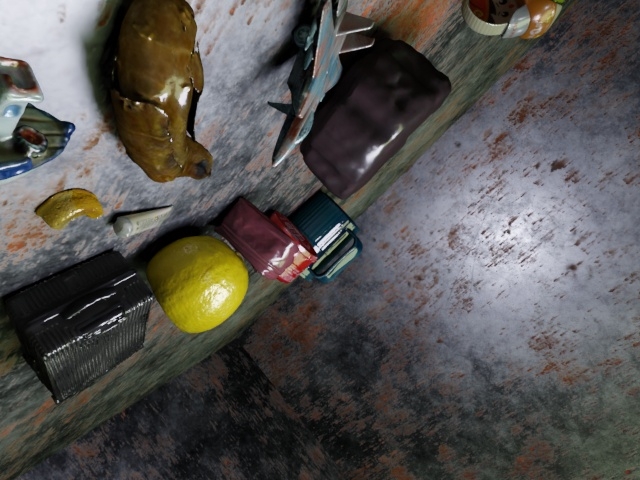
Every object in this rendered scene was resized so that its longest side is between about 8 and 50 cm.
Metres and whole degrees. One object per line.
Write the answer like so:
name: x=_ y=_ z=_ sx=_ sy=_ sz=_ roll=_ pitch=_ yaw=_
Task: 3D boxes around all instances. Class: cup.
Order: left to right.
cup: x=-0.013 y=-0.013 z=1.570 sx=0.292 sy=0.242 sz=0.308 roll=-44 pitch=-161 yaw=2

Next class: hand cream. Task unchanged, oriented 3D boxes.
hand cream: x=-0.352 y=-0.040 z=0.800 sx=0.061 sy=0.039 sz=0.143 roll=-52 pitch=177 yaw=19
hand cream: x=-0.131 y=0.025 z=1.376 sx=0.149 sy=0.230 sz=0.230 roll=-45 pitch=170 yaw=7

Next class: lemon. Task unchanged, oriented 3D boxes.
lemon: x=-0.292 y=0.097 z=1.003 sx=0.219 sy=0.240 sz=0.240 roll=-30 pitch=169 yaw=-9

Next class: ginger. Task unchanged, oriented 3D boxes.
ginger: x=-0.214 y=-0.169 z=0.546 sx=0.133 sy=0.107 sz=0.309 roll=-63 pitch=-178 yaw=-32

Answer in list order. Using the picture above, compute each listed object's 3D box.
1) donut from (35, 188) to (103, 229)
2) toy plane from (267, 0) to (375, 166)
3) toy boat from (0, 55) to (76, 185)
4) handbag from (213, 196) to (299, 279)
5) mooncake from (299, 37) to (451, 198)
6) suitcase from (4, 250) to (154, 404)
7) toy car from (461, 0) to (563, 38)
donut: x=-0.381 y=-0.046 z=0.624 sx=0.067 sy=0.038 sz=0.083 roll=-44 pitch=169 yaw=-1
toy plane: x=-0.020 y=-0.283 z=0.712 sx=0.326 sy=0.104 sz=0.223 roll=-57 pitch=170 yaw=-1
toy boat: x=-0.326 y=-0.103 z=0.321 sx=0.115 sy=0.114 sz=0.262 roll=-33 pitch=174 yaw=37
handbag: x=-0.173 y=-0.001 z=1.098 sx=0.135 sy=0.225 sz=0.146 roll=-49 pitch=169 yaw=-2
mooncake: x=0.116 y=-0.285 z=0.959 sx=0.381 sy=0.212 sz=0.350 roll=-47 pitch=-176 yaw=14
suitcase: x=-0.510 y=0.189 z=0.866 sx=0.230 sy=0.152 sz=0.335 roll=-35 pitch=167 yaw=-41
toy car: x=0.477 y=-0.609 z=1.024 sx=0.235 sy=0.235 sz=0.145 roll=-41 pitch=170 yaw=-2
